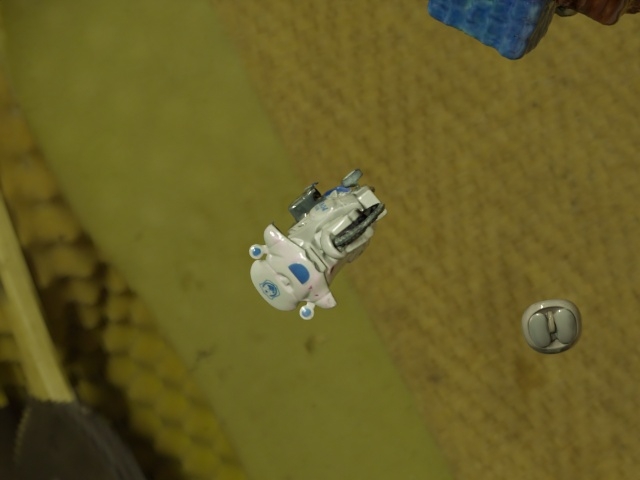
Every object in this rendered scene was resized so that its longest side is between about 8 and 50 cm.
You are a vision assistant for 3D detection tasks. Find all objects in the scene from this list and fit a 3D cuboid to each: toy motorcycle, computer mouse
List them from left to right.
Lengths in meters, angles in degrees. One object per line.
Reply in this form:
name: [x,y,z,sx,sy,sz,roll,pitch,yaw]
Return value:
toy motorcycle: [0.000,0.000,1.393,0.150,0.221,0.102,-39,97,4]
computer mouse: [0.250,0.097,1.519,0.066,0.096,0.039,-10,65,7]

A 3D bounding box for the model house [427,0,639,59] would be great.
model house: [0.251,-0.296,1.440,0.329,0.295,0.251,54,132,50]
